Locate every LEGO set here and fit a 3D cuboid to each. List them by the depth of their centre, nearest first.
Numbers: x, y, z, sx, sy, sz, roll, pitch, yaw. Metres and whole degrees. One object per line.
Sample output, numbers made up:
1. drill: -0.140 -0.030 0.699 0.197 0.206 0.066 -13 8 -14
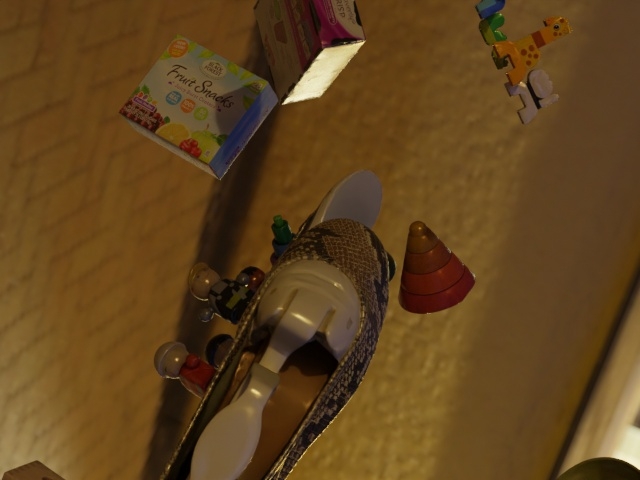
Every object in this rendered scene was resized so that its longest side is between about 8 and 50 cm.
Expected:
1. LEGO set: 0.246 -0.262 1.782 0.093 0.227 0.087 -25 -174 2

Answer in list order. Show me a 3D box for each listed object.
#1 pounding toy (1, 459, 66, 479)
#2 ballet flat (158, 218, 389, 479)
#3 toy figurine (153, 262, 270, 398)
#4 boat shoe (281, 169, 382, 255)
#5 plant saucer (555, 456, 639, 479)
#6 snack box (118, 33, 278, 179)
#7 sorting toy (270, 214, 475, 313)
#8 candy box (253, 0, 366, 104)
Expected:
1. pounding toy: -0.415 0.470 2.214 0.094 0.181 0.206 -13 129 -63
2. ballet flat: -0.055 0.169 1.675 0.483 0.164 0.182 -60 169 -14
3. toy figurine: -0.136 0.140 2.265 0.213 0.148 0.210 -4 118 -55
4. boat shoe: 0.000 0.000 1.945 0.076 0.080 0.229 -2 -128 52
5. plant saucer: 0.322 0.371 1.686 0.241 0.037 0.241 -35 -136 43
6. snack box: -0.203 -0.225 2.452 0.174 0.207 0.070 -54 154 -10
7. sorting toy: 0.060 0.013 2.237 0.127 0.365 0.126 -46 130 -38
8. candy box: -0.019 -0.306 2.066 0.233 0.071 0.159 140 -63 -68
